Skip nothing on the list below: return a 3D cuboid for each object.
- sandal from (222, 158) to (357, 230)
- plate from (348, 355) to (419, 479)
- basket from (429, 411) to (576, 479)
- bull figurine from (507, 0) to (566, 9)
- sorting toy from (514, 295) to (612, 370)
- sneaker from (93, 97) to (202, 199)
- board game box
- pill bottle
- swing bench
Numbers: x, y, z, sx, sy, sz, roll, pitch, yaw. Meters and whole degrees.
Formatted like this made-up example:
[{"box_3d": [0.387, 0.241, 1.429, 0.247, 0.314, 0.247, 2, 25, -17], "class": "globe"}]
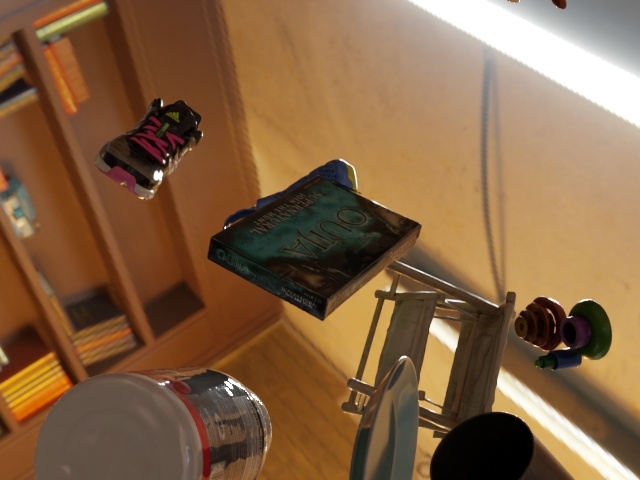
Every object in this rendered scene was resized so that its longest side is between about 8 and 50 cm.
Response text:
[{"box_3d": [-0.062, -0.040, 1.654, 0.317, 0.138, 0.126, -40, -136, 33], "class": "sandal"}, {"box_3d": [0.052, 0.191, 0.782, 0.024, 0.188, 0.188, 6, -45, 19], "class": "plate"}, {"box_3d": [0.309, 0.386, 1.394, 0.227, 0.154, 0.204, 43, -26, -22], "class": "basket"}, {"box_3d": [0.234, -0.312, 0.990, 0.310, 0.188, 0.101, -146, -121, -75], "class": "bull figurine"}, {"box_3d": [0.201, 0.081, 0.790, 0.102, 0.042, 0.061, -179, -96, -67], "class": "sorting toy"}, {"box_3d": [-0.149, -0.090, 0.835, 0.063, 0.075, 0.170, 38, 17, -5], "class": "sneaker"}, {"box_3d": [0.000, 0.000, 0.865, 0.126, 0.186, 0.026, 27, -57, 20], "class": "board game box"}, {"box_3d": [-0.163, 0.231, 1.039, 0.176, 0.176, 0.318, 51, 8, 14], "class": "pill bottle"}, {"box_3d": [0.195, 0.202, 1.642, 0.254, 0.253, 0.165, 16, -25, 5], "class": "swing bench"}]
